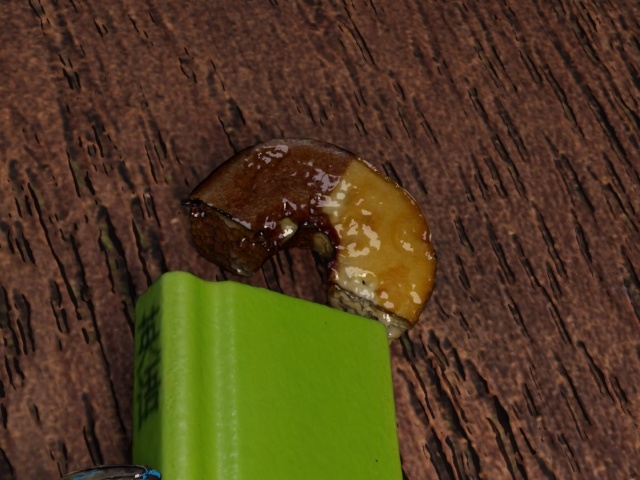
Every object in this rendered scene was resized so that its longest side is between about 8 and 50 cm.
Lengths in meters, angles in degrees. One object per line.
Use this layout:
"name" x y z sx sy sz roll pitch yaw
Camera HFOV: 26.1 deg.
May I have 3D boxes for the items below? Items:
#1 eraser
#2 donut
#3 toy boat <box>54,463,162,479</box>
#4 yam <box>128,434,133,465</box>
"eraser" -0.040 0.176 1.037 0.210 0.092 0.274 17 54 -27
"donut" 0.002 0.001 1.192 0.217 0.085 0.141 33 57 8
"toy boat" -0.201 0.208 0.970 0.210 0.066 0.084 -27 91 11
"yam" -0.126 0.201 1.054 0.057 0.057 0.241 11 56 -5
